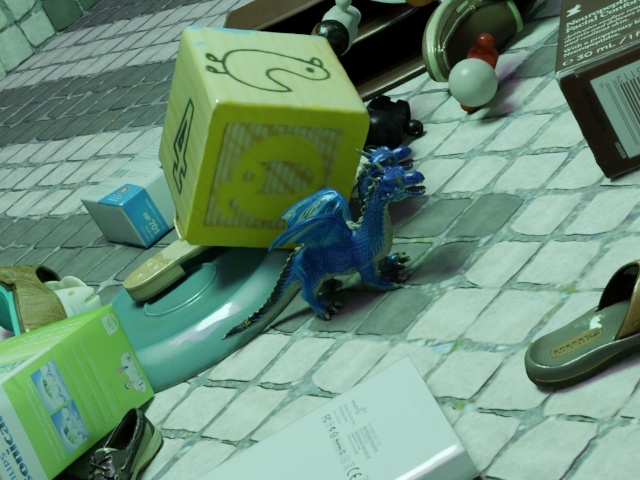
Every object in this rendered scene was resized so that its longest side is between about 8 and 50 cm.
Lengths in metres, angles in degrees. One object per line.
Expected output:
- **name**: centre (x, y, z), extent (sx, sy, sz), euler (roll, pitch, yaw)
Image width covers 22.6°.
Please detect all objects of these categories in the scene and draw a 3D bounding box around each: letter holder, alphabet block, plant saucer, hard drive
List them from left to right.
- **plant saucer**: centre (-0.158, 0.072, 1.904), extent (0.318, 0.043, 0.317), euler (-27, 22, 12)
- **alphabet block**: centre (-0.072, -0.120, 1.871), extent (0.192, 0.193, 0.197), euler (1, 33, -19)
- **hard drive**: centre (-0.026, 0.227, 1.400), extent (0.307, 0.040, 0.203), euler (-31, 22, 1)
- **letter holder**: centre (0.013, -0.289, 2.315), extent (0.302, 0.152, 0.214), euler (-23, 25, 19)

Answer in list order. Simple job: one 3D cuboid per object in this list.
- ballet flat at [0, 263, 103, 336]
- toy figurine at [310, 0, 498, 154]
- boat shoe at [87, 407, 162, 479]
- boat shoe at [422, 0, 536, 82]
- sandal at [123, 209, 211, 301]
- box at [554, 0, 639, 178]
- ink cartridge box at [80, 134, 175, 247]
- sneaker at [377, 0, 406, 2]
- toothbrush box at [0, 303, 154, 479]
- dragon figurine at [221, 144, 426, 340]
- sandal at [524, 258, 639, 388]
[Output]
- **ballet flat**: centre (-0.344, 0.093, 2.042), extent (0.124, 0.116, 0.342), euler (-18, 14, -15)
- **toy figurine**: centre (0.104, -0.231, 1.988), extent (0.213, 0.209, 0.148), euler (-25, 12, 18)
- **boat shoe**: centre (-0.213, 0.230, 1.622), extent (0.056, 0.049, 0.152), euler (-17, 26, 30)
- **boat shoe**: centre (0.222, -0.298, 2.142), extent (0.095, 0.095, 0.257), euler (-6, 32, 35)
- **sandal**: centre (-0.154, -0.028, 1.949), extent (0.240, 0.079, 0.088), euler (-40, 23, -21)
- **box**: centre (0.374, -0.237, 1.754), extent (0.191, 0.143, 0.381), euler (-22, 22, 21)
- **ink cartridge box**: centre (-0.224, -0.081, 2.262), extent (0.191, 0.082, 0.140), euler (-39, 23, -22)
- **sneaker**: centre (0.167, -0.389, 2.192), extent (0.282, 0.102, 0.161), euler (4, 21, 26)
- **toothbrush box**: centre (-0.343, 0.193, 1.695), extent (0.206, 0.122, 0.283), euler (-19, 12, 29)
- **dragon figurine**: centre (0.000, 0.000, 1.715), extent (0.289, 0.144, 0.085), euler (-22, 23, 21)
- **sandal**: centre (0.267, 0.051, 1.373), extent (0.219, 0.060, 0.090), euler (-27, 22, 10)
